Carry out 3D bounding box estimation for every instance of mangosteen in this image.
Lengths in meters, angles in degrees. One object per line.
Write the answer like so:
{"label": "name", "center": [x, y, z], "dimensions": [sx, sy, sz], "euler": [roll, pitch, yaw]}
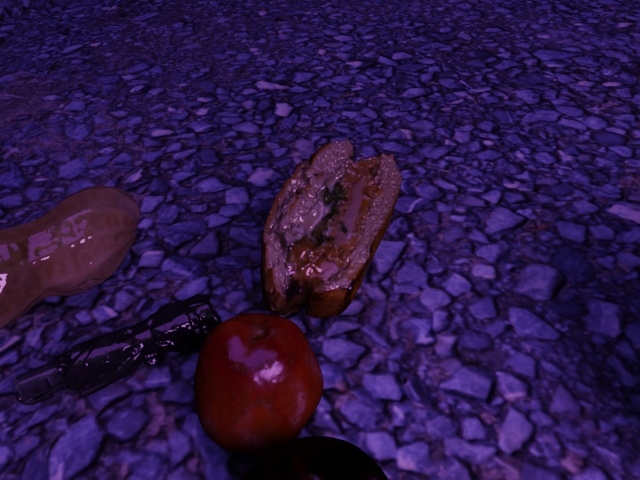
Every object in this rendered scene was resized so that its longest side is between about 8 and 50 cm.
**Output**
{"label": "mangosteen", "center": [-0.011, 0.234, 0.440], "dimensions": [0.153, 0.152, 0.152], "euler": [-2, 39, 2]}

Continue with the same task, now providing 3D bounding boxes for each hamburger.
{"label": "hamburger", "center": [0.000, 0.000, 0.704], "dimensions": [0.144, 0.156, 0.283], "euler": [25, 49, 3]}

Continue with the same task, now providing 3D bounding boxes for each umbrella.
{"label": "umbrella", "center": [-0.231, 0.128, 0.641], "dimensions": [0.236, 0.059, 0.066], "euler": [-22, 21, -18]}

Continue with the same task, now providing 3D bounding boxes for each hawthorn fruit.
{"label": "hawthorn fruit", "center": [-0.062, 0.140, 0.549], "dimensions": [0.133, 0.138, 0.133], "euler": [-3, 36, 2]}

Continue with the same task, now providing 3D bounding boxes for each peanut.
{"label": "peanut", "center": [-0.369, 0.028, 0.723], "dimensions": [0.290, 0.130, 0.130], "euler": [-33, 48, -27]}
